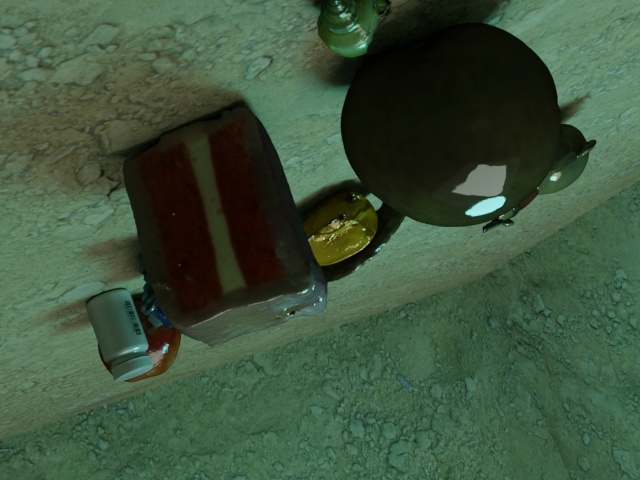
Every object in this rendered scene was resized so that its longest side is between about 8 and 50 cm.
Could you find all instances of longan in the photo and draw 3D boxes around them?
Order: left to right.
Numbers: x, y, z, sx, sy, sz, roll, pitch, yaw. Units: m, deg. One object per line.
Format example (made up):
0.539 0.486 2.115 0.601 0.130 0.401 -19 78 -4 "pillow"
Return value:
0.192 -0.168 1.310 0.318 0.319 0.319 -21 167 -5 "longan"

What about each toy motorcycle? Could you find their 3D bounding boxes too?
-0.277 0.066 1.814 0.182 0.241 0.319 20 167 -4 "toy motorcycle"

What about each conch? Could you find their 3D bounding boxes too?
0.045 -0.273 1.099 0.095 0.079 0.201 -42 178 21 "conch"

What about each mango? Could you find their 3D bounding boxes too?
0.014 -0.015 1.952 0.252 0.126 0.154 -29 -155 37 "mango"

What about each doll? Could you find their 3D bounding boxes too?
0.474 -0.150 2.057 0.330 0.174 0.235 -32 -172 -5 "doll"

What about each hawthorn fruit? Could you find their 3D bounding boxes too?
-0.415 0.218 2.094 0.196 0.197 0.225 -10 149 -44 "hawthorn fruit"

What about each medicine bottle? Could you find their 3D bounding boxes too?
-0.444 0.210 1.971 0.102 0.187 0.103 -22 168 -5 "medicine bottle"

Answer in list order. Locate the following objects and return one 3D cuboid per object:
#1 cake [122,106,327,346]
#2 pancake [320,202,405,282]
-0.140 -0.012 1.341 0.237 0.309 0.230 -19 163 0 "cake"
0.091 -0.017 2.036 0.286 0.033 0.288 -53 -160 -8 "pancake"
